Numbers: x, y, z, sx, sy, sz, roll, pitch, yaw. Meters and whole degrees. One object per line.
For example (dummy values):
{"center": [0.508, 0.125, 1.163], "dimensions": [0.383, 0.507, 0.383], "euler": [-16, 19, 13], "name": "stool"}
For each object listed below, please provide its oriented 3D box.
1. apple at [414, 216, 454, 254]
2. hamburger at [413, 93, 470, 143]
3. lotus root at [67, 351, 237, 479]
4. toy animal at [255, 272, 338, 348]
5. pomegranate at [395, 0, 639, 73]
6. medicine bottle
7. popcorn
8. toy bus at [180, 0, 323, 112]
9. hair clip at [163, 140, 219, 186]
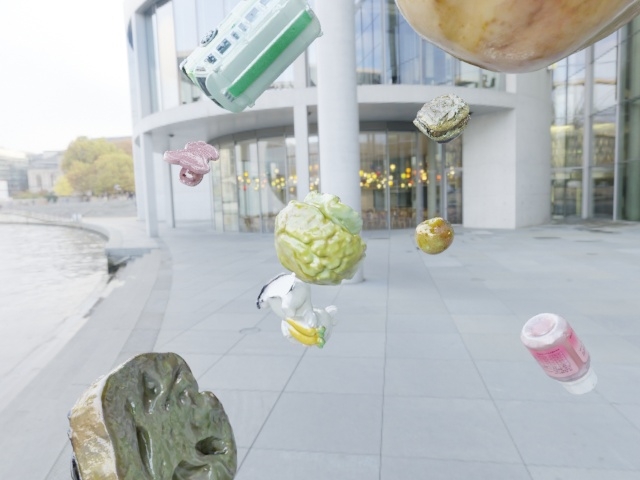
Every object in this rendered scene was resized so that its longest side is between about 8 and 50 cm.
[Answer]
{"center": [0.332, -0.015, 1.273], "dimensions": [0.114, 0.102, 0.099], "euler": [-32, 19, 5], "name": "apple"}
{"center": [0.459, -0.453, 1.639], "dimensions": [0.183, 0.130, 0.206], "euler": [-29, 38, 8], "name": "hamburger"}
{"center": [-0.324, 0.419, 0.886], "dimensions": [0.111, 0.390, 0.374], "euler": [-27, 29, 16], "name": "lotus root"}
{"center": [-0.060, 0.255, 1.513], "dimensions": [0.183, 0.310, 0.247], "euler": [-30, 30, 22], "name": "toy animal"}
{"center": [0.290, -0.440, 0.651], "dimensions": [0.412, 0.411, 0.411], "euler": [-2, 5, 0], "name": "pomegranate"}
{"center": [0.726, 0.345, 1.320], "dimensions": [0.147, 0.247, 0.147], "euler": [-37, 14, 11], "name": "medicine bottle"}
{"center": [0.000, 0.000, 0.910], "dimensions": [0.184, 0.204, 0.221], "euler": [-42, 6, -9], "name": "popcorn"}
{"center": [-0.136, -0.387, 0.880], "dimensions": [0.134, 0.276, 0.164], "euler": [39, 10, -44], "name": "toy bus"}
{"center": [-0.334, -0.223, 1.168], "dimensions": [0.123, 0.138, 0.102], "euler": [27, -22, -1], "name": "hair clip"}
